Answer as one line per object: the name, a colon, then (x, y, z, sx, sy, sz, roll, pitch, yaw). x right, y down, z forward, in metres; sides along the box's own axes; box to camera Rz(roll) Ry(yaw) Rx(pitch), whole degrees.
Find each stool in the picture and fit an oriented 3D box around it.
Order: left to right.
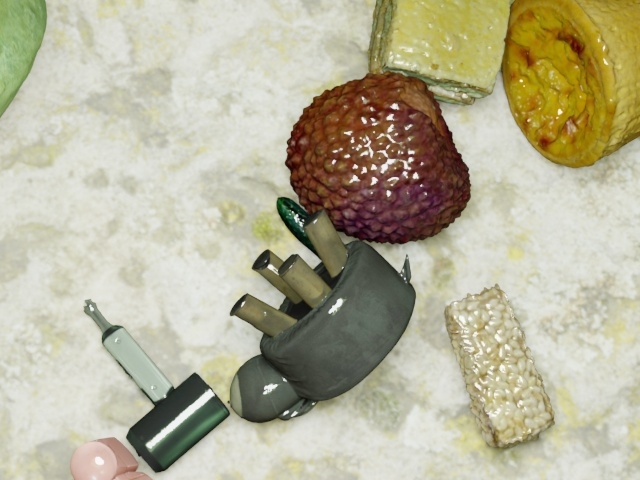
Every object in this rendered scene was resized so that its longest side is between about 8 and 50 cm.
stool: (-0.013, 0.083, 1.253, 0.139, 0.153, 0.228, 43, 82, -13)

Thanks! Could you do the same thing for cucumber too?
cucumber: (0.000, 0.000, 1.351, 0.133, 0.032, 0.032, 42, 77, 6)

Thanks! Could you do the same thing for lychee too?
lychee: (0.054, -0.079, 1.307, 0.188, 0.188, 0.188, 1, 75, -4)

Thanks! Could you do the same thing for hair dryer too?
hair dryer: (-0.191, 0.138, 1.299, 0.100, 0.057, 0.198, -38, 73, -12)

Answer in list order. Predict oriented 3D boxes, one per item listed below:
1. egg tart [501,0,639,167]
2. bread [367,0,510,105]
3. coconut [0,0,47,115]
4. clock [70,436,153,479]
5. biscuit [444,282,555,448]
egg tart: (0.302, -0.192, 1.351, 0.147, 0.202, 0.203, -20, 78, -22)
bread: (0.130, -0.243, 1.375, 0.138, 0.102, 0.196, 11, 67, -6)
coconut: (-0.436, -0.203, 1.246, 0.281, 0.328, 0.328, 45, 77, -7)
clock: (-0.222, 0.343, 1.202, 0.241, 0.142, 0.227, -43, 82, -3)
biscuit: (0.182, 0.134, 1.310, 0.082, 0.070, 0.168, -20, 80, -5)
